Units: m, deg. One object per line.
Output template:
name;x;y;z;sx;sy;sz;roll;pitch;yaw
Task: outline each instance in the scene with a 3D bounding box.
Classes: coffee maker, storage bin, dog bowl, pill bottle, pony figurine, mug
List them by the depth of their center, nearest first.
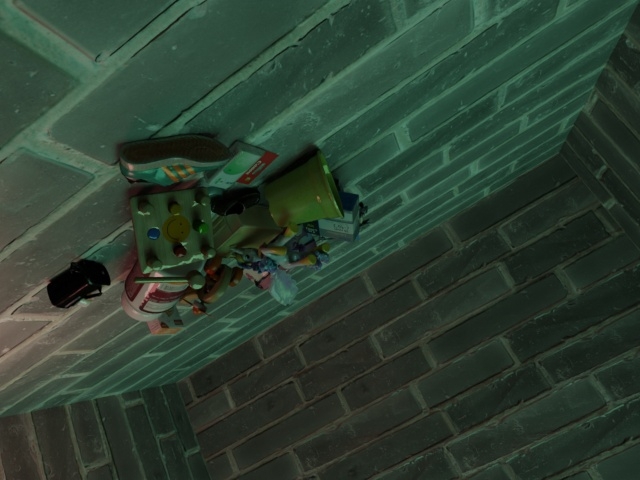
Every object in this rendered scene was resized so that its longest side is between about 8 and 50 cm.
coffee maker;-0.891;0.152;1.523;0.178;0.120;0.171;-32;138;7
pill bottle;-0.638;0.153;1.673;0.223;0.224;0.392;-7;152;-47
mug;-0.959;0.222;1.682;0.062;0.078;0.064;0;159;20
pony figurine;-0.144;0.072;1.710;0.363;0.303;0.350;-16;145;41
storage bin;-0.340;-0.031;1.778;0.260;0.123;0.262;-38;160;27
dog bowl;-0.189;0.085;2.062;0.407;0.150;0.408;-38;178;-2

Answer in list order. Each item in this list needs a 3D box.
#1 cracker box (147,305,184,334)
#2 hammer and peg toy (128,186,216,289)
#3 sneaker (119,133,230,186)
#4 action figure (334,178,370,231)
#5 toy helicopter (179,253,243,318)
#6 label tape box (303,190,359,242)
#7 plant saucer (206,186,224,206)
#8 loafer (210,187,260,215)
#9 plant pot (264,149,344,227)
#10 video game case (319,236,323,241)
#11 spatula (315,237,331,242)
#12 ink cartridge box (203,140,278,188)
cracker box;-0.736;0.314;1.936;0.067;0.233;0.155;-33;161;12
hammer and peg toy;-0.481;0.015;1.397;0.265;0.127;0.362;-13;112;-36
sneaker;-0.415;-0.224;1.213;0.301;0.108;0.121;-9;155;-27
action figure;0.121;-0.140;1.958;0.185;0.099;0.285;-25;124;28
toy helicopter;-0.484;0.215;1.726;0.354;0.235;0.140;-22;135;41
label tape box;0.048;-0.083;1.892;0.240;0.106;0.334;12;147;14
plant saucer;-0.402;-0.152;1.532;0.119;0.021;0.119;-26;162;-9
loafer;-0.303;-0.131;1.579;0.220;0.078;0.080;-27;146;-42
plant pot;-0.070;-0.174;1.632;0.253;0.276;0.276;-19;163;9
video game case;0.075;-0.066;2.420;0.173;0.022;0.190;-24;161;-12
spatula;0.000;0.000;2.409;0.296;0.031;0.084;-14;156;-17
ink cartridge box;-0.260;-0.244;1.450;0.181;0.056;0.224;-37;158;25
